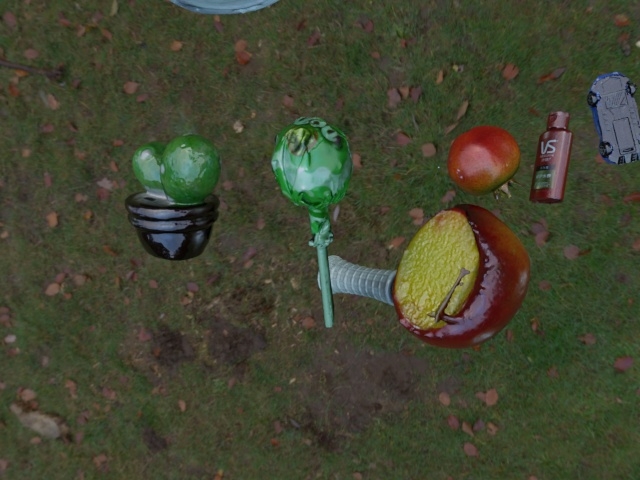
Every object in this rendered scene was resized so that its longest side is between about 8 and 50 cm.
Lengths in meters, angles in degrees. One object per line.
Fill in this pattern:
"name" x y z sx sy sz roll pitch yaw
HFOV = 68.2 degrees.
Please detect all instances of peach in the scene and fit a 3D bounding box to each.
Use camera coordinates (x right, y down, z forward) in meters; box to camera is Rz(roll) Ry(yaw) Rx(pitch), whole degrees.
"peach" 0.409 0.115 1.337 0.310 0.335 0.405 25 86 -30

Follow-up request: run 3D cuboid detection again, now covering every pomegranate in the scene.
"pomegranate" 0.517 -0.232 1.479 0.221 0.221 0.256 -36 82 16

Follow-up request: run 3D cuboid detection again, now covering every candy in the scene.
"candy" 0.002 0.001 0.594 0.097 0.097 0.323 4 131 13

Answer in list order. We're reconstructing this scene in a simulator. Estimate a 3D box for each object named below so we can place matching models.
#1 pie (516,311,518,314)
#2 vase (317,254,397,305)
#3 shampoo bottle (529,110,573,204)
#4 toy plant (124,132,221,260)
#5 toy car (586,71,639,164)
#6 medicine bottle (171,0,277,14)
"pie" 0.565 0.163 1.667 0.302 0.302 0.067 38 105 6
"vase" 0.140 0.134 1.561 0.299 0.143 0.143 6 102 47
"shampoo bottle" 0.795 -0.282 1.620 0.076 0.118 0.314 13 86 -25
"toy plant" -0.272 -0.087 0.888 0.218 0.175 0.235 16 113 37
"toy car" 0.689 -0.283 1.109 0.103 0.063 0.216 -13 88 8
"medicine bottle" -0.099 -0.394 0.327 0.108 0.108 0.426 -10 93 15
